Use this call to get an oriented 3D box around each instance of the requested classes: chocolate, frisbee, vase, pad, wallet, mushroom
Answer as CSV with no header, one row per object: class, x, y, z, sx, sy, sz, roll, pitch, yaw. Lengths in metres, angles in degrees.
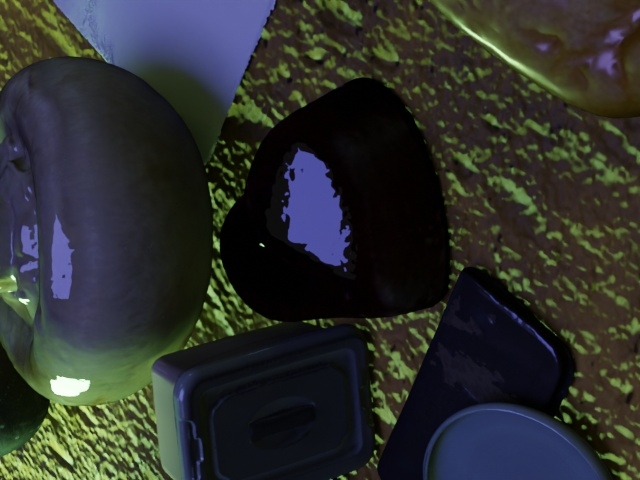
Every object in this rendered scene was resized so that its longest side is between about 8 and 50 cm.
chocolate,0.000,0.000,0.845,0.125,0.080,0.148,53,135,21
frisbee,0.102,0.131,0.812,0.110,0.014,0.110,15,119,28
vase,-0.236,0.068,1.117,0.120,0.120,0.183,39,117,32
pad,-0.114,-0.171,0.965,0.232,0.004,0.156,48,135,24
wallet,0.080,0.094,0.840,0.082,0.018,0.156,43,131,28
mushroom,-0.172,-0.001,0.923,0.207,0.215,0.207,26,120,57

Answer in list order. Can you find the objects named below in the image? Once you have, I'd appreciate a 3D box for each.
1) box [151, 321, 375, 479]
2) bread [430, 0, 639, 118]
box,-0.035,0.094,0.895,0.062,0.122,0.089,23,122,56
bread,0.122,-0.227,0.552,0.328,0.148,0.337,46,140,-6
